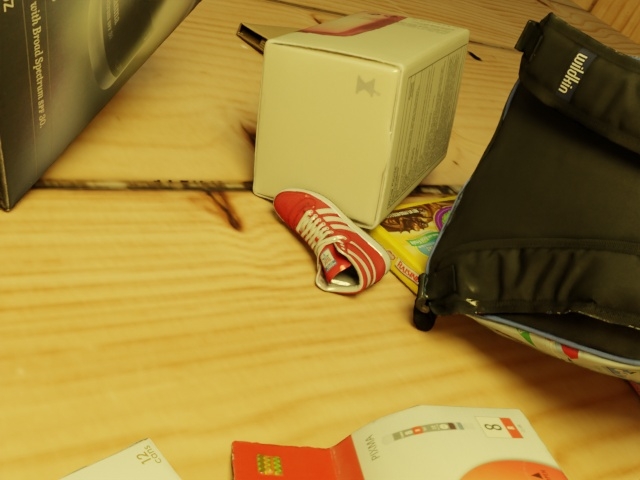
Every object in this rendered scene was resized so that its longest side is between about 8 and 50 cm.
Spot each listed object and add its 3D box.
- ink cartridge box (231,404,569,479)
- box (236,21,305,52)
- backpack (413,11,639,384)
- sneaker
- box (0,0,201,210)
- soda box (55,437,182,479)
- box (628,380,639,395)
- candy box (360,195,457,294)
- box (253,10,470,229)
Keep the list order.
[{"bbox_3d":[0.047,0.136,0.403,0.180,0.045,0.145,8,18,-11],"label":"ink cartridge box"},{"bbox_3d":[0.011,-0.250,1.028,0.201,0.021,0.164,-12,41,-46],"label":"box"},{"bbox_3d":[0.242,-0.007,0.571,0.213,0.276,0.263,20,4,-32],"label":"backpack"},{"bbox_3d":[0.000,0.000,0.637,0.118,0.042,0.067,35,28,10],"label":"sneaker"},{"bbox_3d":[-0.198,-0.235,0.505,0.183,0.296,0.294,28,55,1],"label":"box"},{"bbox_3d":[-0.043,0.186,0.292,0.216,0.073,0.069,43,35,26],"label":"soda box"},{"bbox_3d":[0.344,0.030,0.752,0.154,0.142,0.300,10,35,-25],"label":"box"},{"bbox_3d":[0.131,0.000,0.751,0.206,0.027,0.105,-12,50,-46],"label":"candy box"},{"bbox_3d":[0.046,-0.129,0.740,0.127,0.148,0.232,17,27,19],"label":"box"}]
